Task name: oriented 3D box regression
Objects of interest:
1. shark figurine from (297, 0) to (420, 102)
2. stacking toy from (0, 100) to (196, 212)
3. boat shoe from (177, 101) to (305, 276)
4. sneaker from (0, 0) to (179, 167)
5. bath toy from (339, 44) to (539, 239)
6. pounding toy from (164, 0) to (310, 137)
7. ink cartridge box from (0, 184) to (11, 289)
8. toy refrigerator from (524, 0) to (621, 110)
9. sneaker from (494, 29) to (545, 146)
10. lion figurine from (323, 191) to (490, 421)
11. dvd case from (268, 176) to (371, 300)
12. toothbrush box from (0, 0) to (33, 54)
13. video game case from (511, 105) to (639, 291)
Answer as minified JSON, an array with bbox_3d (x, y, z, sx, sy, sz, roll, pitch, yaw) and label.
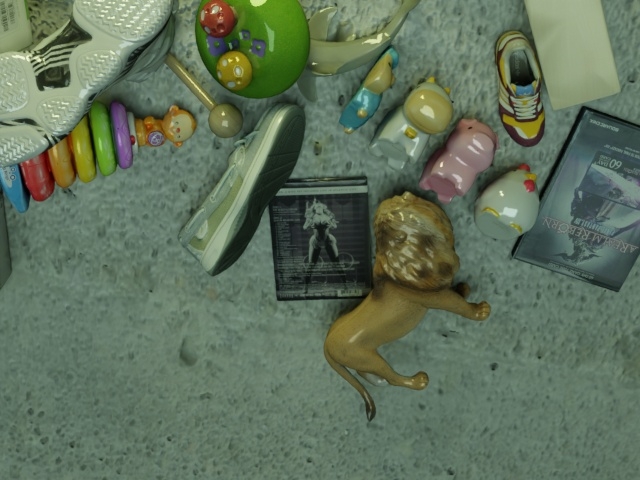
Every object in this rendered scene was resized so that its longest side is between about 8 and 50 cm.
[{"bbox_3d":[0.034,-0.280,1.376,0.278,0.116,0.166,-15,116,11],"label":"shark figurine"},{"bbox_3d":[-0.339,-0.156,1.443,0.301,0.166,0.175,-8,113,-11],"label":"stacking toy"},{"bbox_3d":[-0.128,-0.089,1.474,0.103,0.118,0.320,38,122,14],"label":"boat shoe"},{"bbox_3d":[-0.337,-0.237,1.325,0.366,0.210,0.137,-42,93,6],"label":"sneaker"},{"bbox_3d":[0.204,-0.142,1.438,0.348,0.129,0.151,36,156,-13],"label":"bath toy"},{"bbox_3d":[-0.134,-0.263,1.335,0.183,0.110,0.237,48,123,1],"label":"pounding toy"},{"bbox_3d":[-0.619,-0.028,1.467,0.198,0.197,0.270,2,116,0],"label":"ink cartridge box"},{"bbox_3d":[0.348,-0.336,1.351,0.102,0.094,0.270,-15,115,16],"label":"toy refrigerator"},{"bbox_3d":[0.300,-0.217,1.413,0.069,0.084,0.186,-15,115,9],"label":"sneaker"},{"bbox_3d":[0.111,0.119,1.542,0.240,0.142,0.392,27,106,-27],"label":"lion figurine"},{"bbox_3d":[0.000,0.000,1.566,0.164,0.018,0.221,-2,117,4],"label":"dvd case"},{"bbox_3d":[-0.554,-0.364,1.281,0.283,0.122,0.206,12,125,19],"label":"toothbrush box"},{"bbox_3d":[0.454,-0.061,1.521,0.196,0.026,0.274,18,115,-7],"label":"video game case"}]
